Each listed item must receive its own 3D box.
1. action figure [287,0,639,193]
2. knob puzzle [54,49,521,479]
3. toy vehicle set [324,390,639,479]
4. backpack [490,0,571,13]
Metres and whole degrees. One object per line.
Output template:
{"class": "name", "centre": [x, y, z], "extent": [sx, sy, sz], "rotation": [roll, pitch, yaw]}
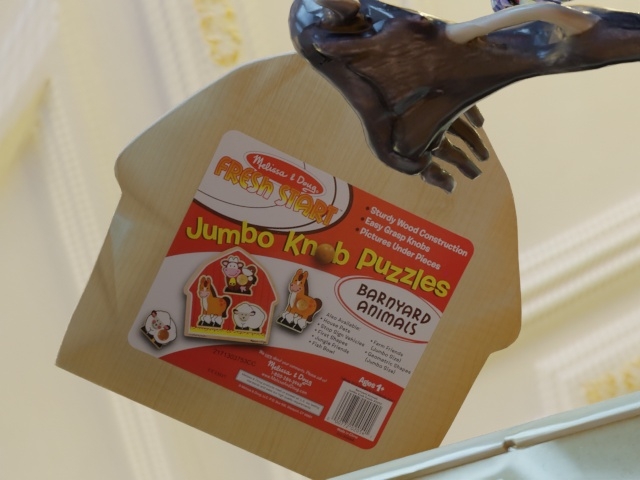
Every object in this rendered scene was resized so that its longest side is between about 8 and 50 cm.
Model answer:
{"class": "action figure", "centre": [0.129, -0.101, 0.431], "extent": [0.141, 0.276, 0.164], "rotation": [12, -110, -51]}
{"class": "knob puzzle", "centre": [0.000, 0.000, 0.794], "extent": [0.213, 0.030, 0.213], "rotation": [-1, -78, -5]}
{"class": "toy vehicle set", "centre": [0.041, 0.151, 0.631], "extent": [0.267, 0.166, 0.035], "rotation": [-18, -44, 16]}
{"class": "backpack", "centre": [0.164, -0.225, 1.275], "extent": [0.158, 0.173, 0.117], "rotation": [-22, -85, -17]}
